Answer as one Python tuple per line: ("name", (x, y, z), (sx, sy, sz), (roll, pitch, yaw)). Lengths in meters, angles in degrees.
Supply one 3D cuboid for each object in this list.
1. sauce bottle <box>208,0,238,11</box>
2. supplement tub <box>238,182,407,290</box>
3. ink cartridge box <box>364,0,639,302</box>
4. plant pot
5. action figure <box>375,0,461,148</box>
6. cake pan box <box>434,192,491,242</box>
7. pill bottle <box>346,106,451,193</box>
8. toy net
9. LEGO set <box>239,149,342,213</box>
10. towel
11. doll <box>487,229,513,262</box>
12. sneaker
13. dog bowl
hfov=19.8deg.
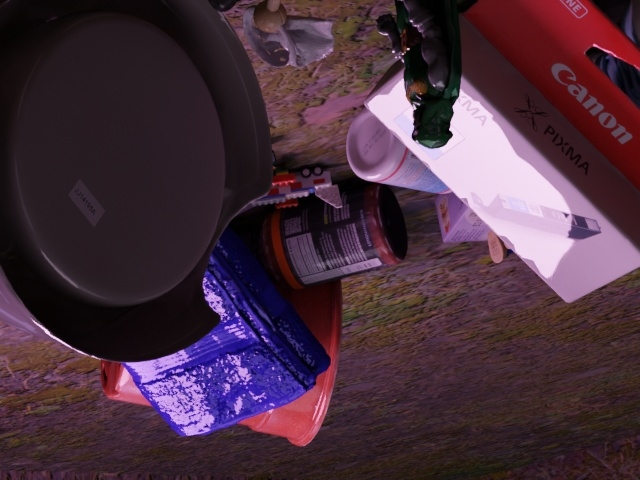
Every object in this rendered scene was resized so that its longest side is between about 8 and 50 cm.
("sauce bottle", (-0.053, -0.230, 1.568), (0.042, 0.042, 0.128), (6, 158, -35))
("supplement tub", (0.000, 0.000, 2.247), (0.198, 0.106, 0.106), (-14, 162, 19))
("ink cartridge box", (0.221, -0.098, 1.738), (0.296, 0.066, 0.261), (43, 145, -7))
("plant pot", (-0.138, 0.119, 2.383), (0.265, 0.272, 0.272), (7, 160, -16))
("action figure", (0.079, -0.182, 1.443), (0.063, 0.232, 0.137), (-3, 163, -10))
("cake pan box", (0.287, -0.070, 2.198), (0.246, 0.070, 0.267), (-5, 164, -13))
("pill bottle", (0.112, -0.097, 2.000), (0.160, 0.087, 0.087), (9, 158, -41))
("toy net", (-0.076, -0.199, 1.542), (0.122, 0.045, 0.232), (-8, 148, 32))
("LEGO set", (-0.101, -0.048, 2.148), (0.182, 0.060, 0.244), (4, 161, -42))
("towel", (-0.155, 0.099, 2.174), (0.228, 0.076, 0.308), (-25, 123, 16))
("doll", (0.295, -0.010, 2.205), (0.189, 0.046, 0.129), (-6, 156, -23))
("sneaker", (0.318, -0.145, 1.821), (0.150, 0.135, 0.366), (-18, 161, 13))
("dog bowl", (-0.193, -0.068, 1.576), (0.102, 0.348, 0.349), (-4, 169, 41))
